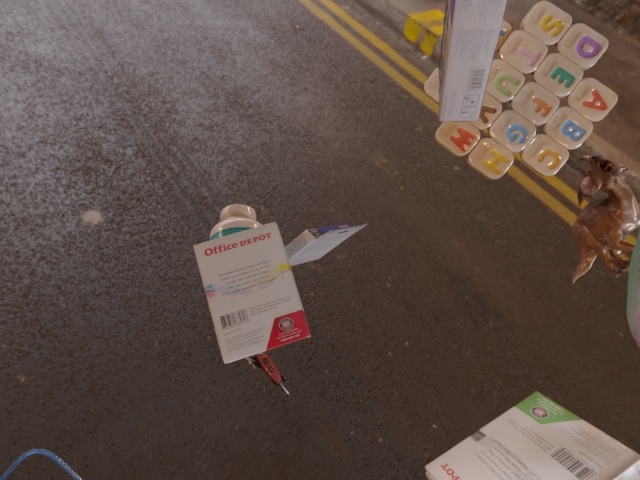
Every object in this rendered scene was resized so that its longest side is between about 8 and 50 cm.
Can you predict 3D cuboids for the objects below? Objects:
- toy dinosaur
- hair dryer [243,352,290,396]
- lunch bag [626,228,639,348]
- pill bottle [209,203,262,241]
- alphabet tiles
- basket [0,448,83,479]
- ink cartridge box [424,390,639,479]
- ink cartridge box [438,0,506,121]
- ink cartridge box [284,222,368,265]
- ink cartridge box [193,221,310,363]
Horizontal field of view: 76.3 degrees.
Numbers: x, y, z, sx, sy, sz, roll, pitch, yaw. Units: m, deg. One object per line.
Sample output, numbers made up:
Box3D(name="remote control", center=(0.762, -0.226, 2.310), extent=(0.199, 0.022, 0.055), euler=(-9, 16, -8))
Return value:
Box3D(name="toy dinosaur", center=(0.586, -0.045, 0.848), extent=(0.127, 0.296, 0.200), euler=(-27, 57, -22))
Box3D(name="hair dryer", center=(-0.164, 0.324, 1.176), extent=(0.223, 0.294, 0.080), euler=(31, 63, 25))
Box3D(name="lunch bag", center=(0.459, 0.124, 0.454), extent=(0.160, 0.262, 0.223), euler=(-9, 39, 13))
Box3D(name="pill bottle", center=(-0.199, 0.046, 1.005), extent=(0.146, 0.146, 0.264), euler=(0, 63, -16))
Box3D(name="alphabet tiles", center=(0.337, -0.254, 0.701), extent=(0.278, 0.284, 0.021), euler=(38, 11, 6))
Box3D(name="basket", center=(-0.401, 0.471, 0.534), extent=(0.255, 0.201, 0.289), euler=(44, 46, -6))
Box3D(name="ink cartridge box", center=(0.279, 0.327, 0.544), extent=(0.219, 0.093, 0.160), euler=(-26, 16, -12))
Box3D(name="ink cartridge box", center=(0.147, -0.225, 0.394), extent=(0.046, 0.207, 0.097), euler=(3, 62, 11))
Box3D(name="ink cartridge box", center=(0.000, 0.000, 1.196), extent=(0.223, 0.224, 0.045), euler=(-11, 69, -56))
Box3D(name="ink cartridge box", center=(-0.102, 0.080, 0.631), extent=(0.128, 0.127, 0.176), euler=(-16, 81, -6))
